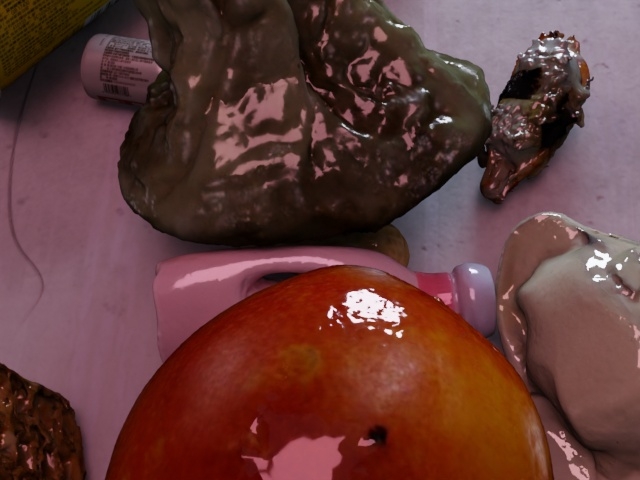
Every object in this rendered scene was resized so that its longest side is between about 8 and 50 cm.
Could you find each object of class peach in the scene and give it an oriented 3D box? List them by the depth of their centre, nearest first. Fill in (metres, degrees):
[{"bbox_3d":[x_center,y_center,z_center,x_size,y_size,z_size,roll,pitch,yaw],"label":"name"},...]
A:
[{"bbox_3d":[0.008,0.204,0.853,0.389,0.388,0.388,-2,65,5],"label":"peach"}]

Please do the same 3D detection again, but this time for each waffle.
[{"bbox_3d":[-0.282,0.271,0.927,0.091,0.213,0.307,-19,62,7],"label":"waffle"}]

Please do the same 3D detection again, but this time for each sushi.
[{"bbox_3d":[0.240,-0.141,1.133,0.097,0.103,0.226,22,77,17],"label":"sushi"}]

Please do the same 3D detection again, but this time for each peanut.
[{"bbox_3d":[0.000,0.000,1.103,0.194,0.083,0.093,11,31,6],"label":"peanut"}]

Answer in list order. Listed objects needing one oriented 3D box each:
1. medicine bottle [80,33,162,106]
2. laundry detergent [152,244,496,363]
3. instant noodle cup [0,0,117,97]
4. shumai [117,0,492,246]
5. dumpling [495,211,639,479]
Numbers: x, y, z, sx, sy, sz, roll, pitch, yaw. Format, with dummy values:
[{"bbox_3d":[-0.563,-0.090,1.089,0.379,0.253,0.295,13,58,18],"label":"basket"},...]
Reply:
[{"bbox_3d":[-0.205,-0.197,1.218,0.140,0.079,0.079,10,66,10],"label":"medicine bottle"},{"bbox_3d":[0.006,0.070,1.035,0.335,0.159,0.087,-5,35,-1],"label":"laundry detergent"},{"bbox_3d":[-0.369,-0.355,1.199,0.254,0.325,0.325,-37,66,-20],"label":"instant noodle cup"},{"bbox_3d":[-0.038,-0.200,1.025,0.398,0.323,0.324,-16,31,-5],"label":"shumai"},{"bbox_3d":[0.285,0.130,0.990,0.318,0.187,0.242,46,115,35],"label":"dumpling"}]
